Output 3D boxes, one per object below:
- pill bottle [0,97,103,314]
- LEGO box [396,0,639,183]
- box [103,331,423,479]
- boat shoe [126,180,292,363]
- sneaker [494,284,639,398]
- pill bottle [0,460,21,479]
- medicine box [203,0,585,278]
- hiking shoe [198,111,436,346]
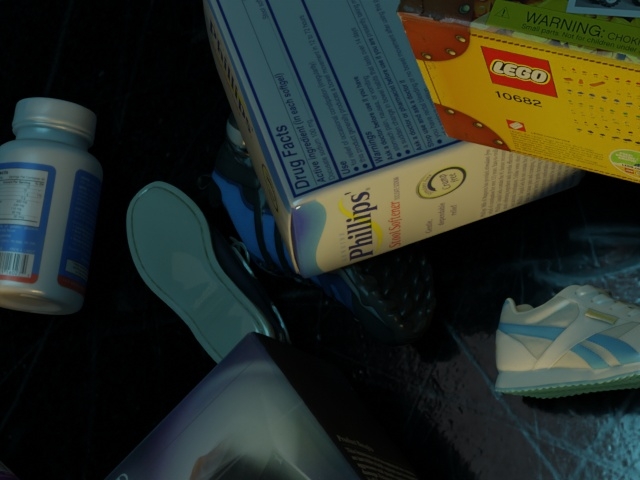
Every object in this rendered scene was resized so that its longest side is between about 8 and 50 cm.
[{"bbox_3d":[-0.305,-0.038,1.679,0.124,0.124,0.222,-1,73,30],"label":"pill bottle"},{"bbox_3d":[0.365,-0.222,1.145,0.500,0.193,0.373,15,71,23],"label":"LEGO box"},{"bbox_3d":[-0.047,0.296,1.387,0.296,0.182,0.294,-46,56,10],"label":"box"},{"bbox_3d":[-0.110,0.041,1.565,0.095,0.079,0.254,-48,60,7],"label":"boat shoe"},{"bbox_3d":[0.251,0.083,1.325,0.228,0.087,0.092,-9,75,34],"label":"sneaker"},{"bbox_3d":[-0.316,0.344,1.536,0.301,0.169,0.169,35,93,34],"label":"pill bottle"},{"bbox_3d":[0.067,-0.147,1.415,0.289,0.149,0.264,-19,63,-5],"label":"medicine box"},{"bbox_3d":[0.000,0.000,1.518,0.304,0.113,0.132,52,133,25],"label":"hiking shoe"}]
